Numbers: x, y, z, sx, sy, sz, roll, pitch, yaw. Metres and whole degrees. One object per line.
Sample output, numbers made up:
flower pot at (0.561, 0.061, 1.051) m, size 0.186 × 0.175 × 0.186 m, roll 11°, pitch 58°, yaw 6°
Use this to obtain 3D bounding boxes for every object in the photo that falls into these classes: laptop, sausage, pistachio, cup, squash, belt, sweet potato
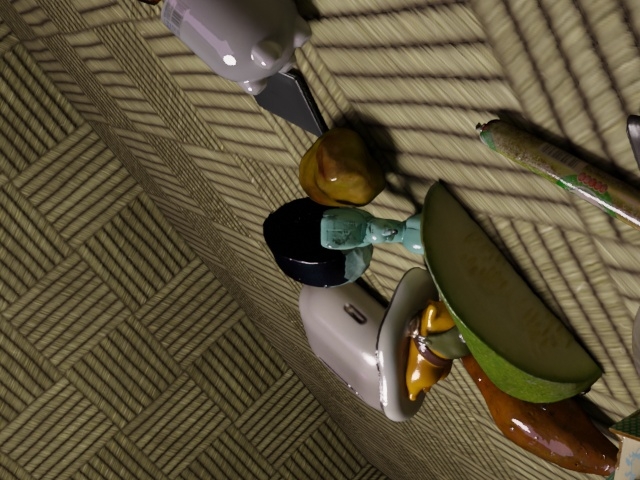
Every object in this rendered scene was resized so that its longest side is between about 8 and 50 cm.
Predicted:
laptop at (-0.064, -0.222, 1.214) m, size 0.180 × 0.016 × 0.129 m, roll 32°, pitch 160°, yaw 42°
sausage at (0.249, -0.053, 0.747) m, size 0.269 × 0.033 × 0.032 m, roll 37°, pitch 162°, yaw 34°
pistachio at (0.035, -0.096, 1.118) m, size 0.110 × 0.100 × 0.189 m, roll 29°, pitch 170°, yaw -13°
cup at (-0.097, -0.256, 0.987) m, size 0.142 × 0.134 × 0.173 m, roll 45°, pitch 164°, yaw 0°
squash at (0.226, 0.084, 1.035) m, size 0.203 × 0.111 × 0.288 m, roll 29°, pitch 156°, yaw 46°
belt at (0.000, 0.000, 1.367) m, size 0.198 × 0.151 × 0.078 m, roll 23°, pitch 149°, yaw 37°
sweet potato at (0.320, 0.259, 1.221) m, size 0.359 × 0.112 × 0.112 m, roll 35°, pitch 162°, yaw 39°

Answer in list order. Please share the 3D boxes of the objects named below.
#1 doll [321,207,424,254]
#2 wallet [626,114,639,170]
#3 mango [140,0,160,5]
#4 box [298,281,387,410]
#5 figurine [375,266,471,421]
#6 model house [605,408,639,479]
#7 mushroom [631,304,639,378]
doll at (0.090, -0.013, 1.119) m, size 0.159 × 0.059 × 0.159 m, roll 4°, pitch -178°, yaw 21°
wallet at (0.307, -0.055, 0.609) m, size 0.157 × 0.018 × 0.082 m, roll 26°, pitch 155°, yaw 52°
mango at (-0.206, -0.372, 0.912) m, size 0.136 × 0.166 × 0.236 m, roll 26°, pitch -175°, yaw -34°
box at (0.083, 0.220, 1.722) m, size 0.289 × 0.141 × 0.349 m, roll 40°, pitch 164°, yaw 21°
figurine at (0.188, 0.176, 1.249) m, size 0.141 × 0.167 × 0.249 m, roll 11°, pitch 107°, yaw 36°
model house at (0.410, 0.286, 0.921) m, size 0.271 × 0.206 × 0.178 m, roll 11°, pitch 178°, yaw -16°
mushroom at (0.337, 0.137, 0.625) m, size 0.243 × 0.243 × 0.243 m, roll 43°, pitch 165°, yaw 14°
